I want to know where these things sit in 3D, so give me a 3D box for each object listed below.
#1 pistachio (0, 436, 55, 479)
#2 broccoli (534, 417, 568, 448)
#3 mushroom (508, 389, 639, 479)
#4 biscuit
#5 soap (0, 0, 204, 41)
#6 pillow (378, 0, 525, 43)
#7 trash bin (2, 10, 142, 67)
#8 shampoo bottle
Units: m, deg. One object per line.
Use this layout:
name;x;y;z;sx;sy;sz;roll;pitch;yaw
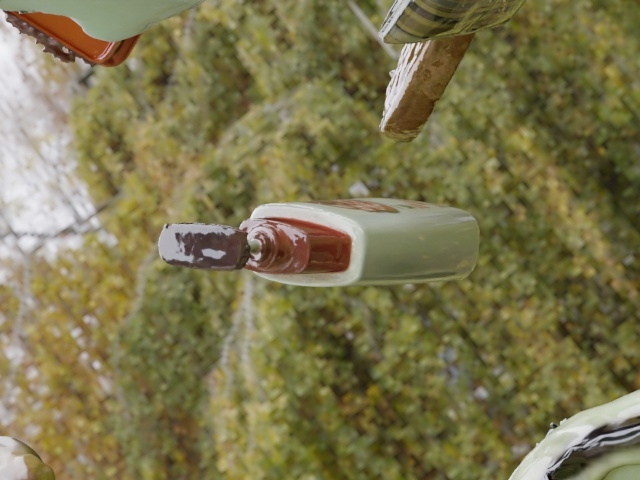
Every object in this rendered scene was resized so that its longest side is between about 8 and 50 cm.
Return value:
pistachio;-0.175;0.184;0.780;0.089;0.173;0.049;-19;-25;24
broccoli;0.294;0.321;1.456;0.274;0.353;0.397;-31;-35;10
mushroom;0.253;0.199;0.997;0.344;0.248;0.130;-19;22;7
biscuit;0.114;-0.205;1.286;0.257;0.049;0.273;-65;3;-22
soap;-0.131;-0.407;1.200;0.156;0.446;0.261;13;-18;-39
pillow;0.119;-0.194;0.919;0.113;0.038;0.203;-14;-29;-34
trash bin;-0.238;-0.262;1.468;0.161;0.184;0.239;-57;11;9
shampoo bottle;0.000;0.000;1.245;0.284;0.153;0.071;-1;-81;-53
